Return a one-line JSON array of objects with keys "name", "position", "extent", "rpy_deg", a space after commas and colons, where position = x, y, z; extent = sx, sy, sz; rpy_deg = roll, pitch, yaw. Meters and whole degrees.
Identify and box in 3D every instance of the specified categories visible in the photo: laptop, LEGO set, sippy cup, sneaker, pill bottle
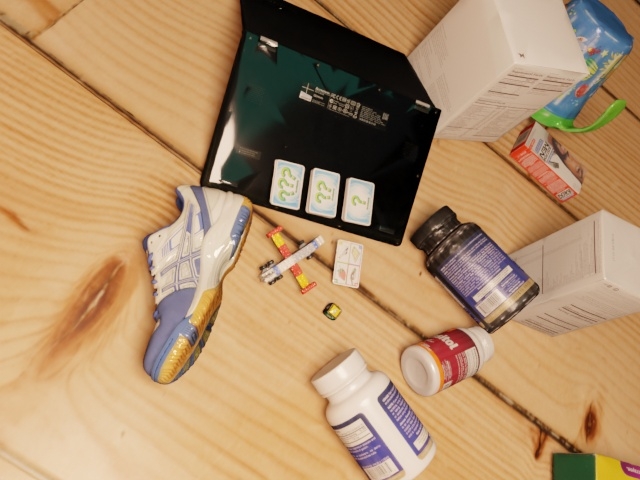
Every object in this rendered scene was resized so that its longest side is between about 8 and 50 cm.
[{"name": "laptop", "position": [-0.004, -0.243, 1.096], "extent": [0.381, 0.236, 0.408], "rpy_deg": [16, 91, -21]}, {"name": "LEGO set", "position": [0.000, 0.000, 0.946], "extent": [0.182, 0.060, 0.245], "rpy_deg": [13, 78, -21]}, {"name": "sippy cup", "position": [0.553, -0.408, 1.310], "extent": [0.305, 0.224, 0.240], "rpy_deg": [40, 44, -3]}, {"name": "sneaker", "position": [-0.199, 0.053, 0.830], "extent": [0.130, 0.112, 0.297], "rpy_deg": [18, 59, -1]}, {"name": "pill bottle", "position": [0.267, 0.047, 1.041], "extent": [0.122, 0.123, 0.219], "rpy_deg": [-33, 74, -34]}, {"name": "pill bottle", "position": [0.073, 0.258, 0.865], "extent": [0.112, 0.112, 0.187], "rpy_deg": [-34, 88, -34]}, {"name": "pill bottle", "position": [0.216, 0.196, 0.983], "extent": [0.151, 0.086, 0.086], "rpy_deg": [-15, 77, -33]}]

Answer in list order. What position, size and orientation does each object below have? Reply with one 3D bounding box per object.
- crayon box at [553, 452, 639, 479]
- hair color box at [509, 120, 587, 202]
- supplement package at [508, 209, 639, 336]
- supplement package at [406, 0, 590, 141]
[{"name": "crayon box", "position": [0.559, 0.563, 0.996], "extent": [0.362, 0.106, 0.313], "rpy_deg": [22, 64, -19]}, {"name": "hair color box", "position": [0.514, -0.176, 1.320], "extent": [0.167, 0.053, 0.093], "rpy_deg": [40, 55, -8]}, {"name": "supplement package", "position": [0.466, 0.069, 1.074], "extent": [0.133, 0.244, 0.139], "rpy_deg": [22, 61, -17]}, {"name": "supplement package", "position": [0.341, -0.349, 1.174], "extent": [0.197, 0.262, 0.200], "rpy_deg": [-2, 71, -28]}]
